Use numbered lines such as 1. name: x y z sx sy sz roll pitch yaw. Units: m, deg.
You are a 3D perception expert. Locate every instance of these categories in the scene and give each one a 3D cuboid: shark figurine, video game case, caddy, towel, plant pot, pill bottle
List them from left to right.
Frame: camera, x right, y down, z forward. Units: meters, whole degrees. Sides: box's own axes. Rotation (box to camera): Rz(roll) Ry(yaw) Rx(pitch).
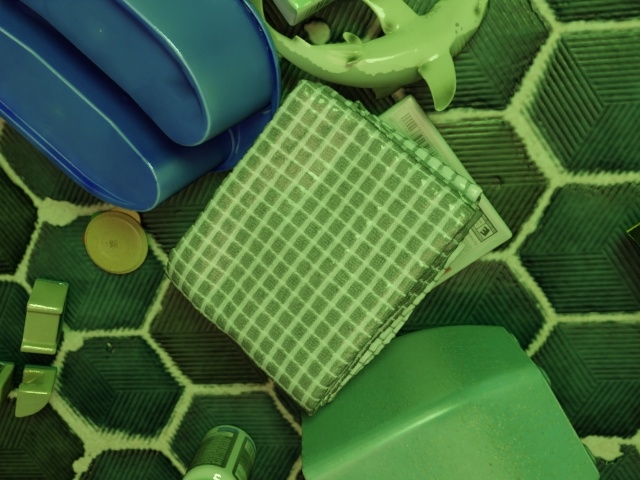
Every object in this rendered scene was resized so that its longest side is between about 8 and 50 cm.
1. caddy: -0.201 -0.199 0.752 0.341 0.179 0.241 42 129 -6
2. pill bottle: -0.130 0.298 0.910 0.078 0.137 0.078 2 107 7
3. towel: 0.000 0.000 0.757 0.235 0.121 0.284 40 100 17
4. shark figurine: 0.040 -0.189 0.768 0.278 0.116 0.166 -1 73 -1
5. video game case: 0.088 -0.034 0.845 0.183 0.023 0.201 -35 101 15
6. plant pot: 0.148 0.232 0.810 0.252 0.247 0.248 -31 101 5

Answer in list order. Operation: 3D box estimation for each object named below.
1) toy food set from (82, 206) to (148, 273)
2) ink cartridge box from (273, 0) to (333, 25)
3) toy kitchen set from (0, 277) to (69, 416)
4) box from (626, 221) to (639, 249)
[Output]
1. toy food set: -0.251 0.001 0.896 0.082 0.020 0.083 -17 104 12
2. ink cartridge box: -0.016 -0.348 0.701 0.181 0.056 0.225 -36 95 -11
3. toy kitchen set: -0.435 0.114 0.923 0.207 0.122 0.166 9 108 -17
4. box: 0.527 0.049 0.772 0.257 0.079 0.322 -36 106 17
